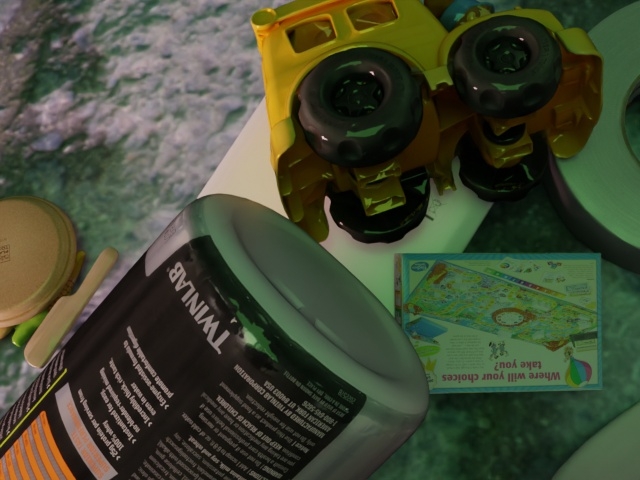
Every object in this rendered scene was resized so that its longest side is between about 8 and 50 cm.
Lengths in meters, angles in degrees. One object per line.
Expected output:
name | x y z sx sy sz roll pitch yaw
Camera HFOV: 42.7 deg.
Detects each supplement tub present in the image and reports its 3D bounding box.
supplement tub | -0.100 0.141 0.523 0.316 0.194 0.193 -47 73 14

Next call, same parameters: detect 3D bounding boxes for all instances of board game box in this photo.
board game box | 0.132 0.060 0.611 0.154 0.026 0.103 1 88 -8

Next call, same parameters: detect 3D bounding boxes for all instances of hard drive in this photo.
hard drive | 0.000 0.000 0.652 0.203 0.040 0.307 32 85 11

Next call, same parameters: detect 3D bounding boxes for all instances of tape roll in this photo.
tape roll | 0.285 -0.079 0.633 0.219 0.072 0.219 -2 75 9

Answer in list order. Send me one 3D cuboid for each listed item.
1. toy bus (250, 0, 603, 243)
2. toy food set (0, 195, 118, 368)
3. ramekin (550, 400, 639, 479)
toy bus | 0.060 -0.127 0.589 0.220 0.149 0.211 -17 61 2
toy food set | -0.271 0.023 0.712 0.192 0.038 0.132 28 74 19
ramekin | 0.284 0.147 0.478 0.277 0.277 0.135 -32 82 -1
